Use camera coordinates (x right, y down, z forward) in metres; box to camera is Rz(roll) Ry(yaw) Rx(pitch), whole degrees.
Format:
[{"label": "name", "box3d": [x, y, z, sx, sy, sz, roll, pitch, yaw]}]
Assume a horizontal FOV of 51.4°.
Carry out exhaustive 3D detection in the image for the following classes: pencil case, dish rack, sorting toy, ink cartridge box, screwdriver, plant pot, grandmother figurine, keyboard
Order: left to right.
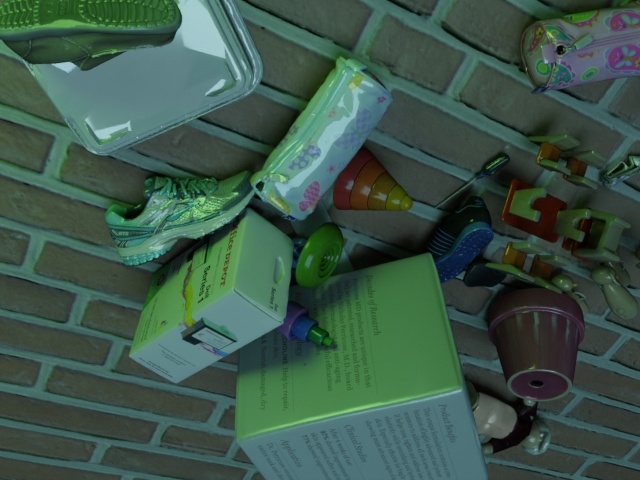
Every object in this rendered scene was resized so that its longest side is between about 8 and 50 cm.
[{"label": "dish rack", "box3d": [-0.278, -0.281, 1.009, 0.332, 0.072, 0.285, -22, 127, 6]}, {"label": "ink cartridge box", "box3d": [-0.190, 0.098, 1.176, 0.278, 0.201, 0.117, -32, 125, 30]}, {"label": "pencil case", "box3d": [-0.001, -0.166, 1.091, 0.124, 0.113, 0.273, 26, 108, -46]}, {"label": "keyboard", "box3d": [0.000, 0.000, 1.299, 0.072, 0.014, 0.256, -25, 126, 1]}, {"label": "sorting toy", "box3d": [0.051, 0.026, 1.164, 0.366, 0.126, 0.127, -64, 157, 1]}, {"label": "screwdriver", "box3d": [0.286, -0.113, 1.271, 0.170, 0.024, 0.025, -32, 95, 20]}, {"label": "grandmother figurine", "box3d": [0.460, 0.451, 1.659, 0.342, 0.104, 0.208, 30, 113, -31]}, {"label": "plant pot", "box3d": [0.459, 0.230, 1.410, 0.201, 0.180, 0.201, 6, 139, 6]}, {"label": "pencil case", "box3d": [0.476, -0.323, 1.090, 0.284, 0.124, 0.124, -11, 126, -4]}]

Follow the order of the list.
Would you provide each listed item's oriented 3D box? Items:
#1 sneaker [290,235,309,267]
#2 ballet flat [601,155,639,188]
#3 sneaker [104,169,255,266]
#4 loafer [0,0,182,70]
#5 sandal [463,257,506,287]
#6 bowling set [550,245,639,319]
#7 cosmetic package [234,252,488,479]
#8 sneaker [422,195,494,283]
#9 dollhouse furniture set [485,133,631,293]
[{"label": "sneaker", "box3d": [-0.075, 0.042, 1.279, 0.144, 0.059, 0.053, -29, 123, 16]}, {"label": "ballet flat", "box3d": [0.602, -0.142, 1.296, 0.114, 0.041, 0.041, -27, 126, 8]}, {"label": "sneaker", "box3d": [-0.243, -0.062, 1.151, 0.283, 0.110, 0.122, -27, 112, 2]}, {"label": "loafer", "box3d": [-0.310, -0.288, 0.910, 0.251, 0.094, 0.087, -1, 151, 2]}, {"label": "sandal", "box3d": [0.331, 0.064, 1.366, 0.067, 0.040, 0.179, -39, 154, 20]}, {"label": "bowling set", "box3d": [0.635, 0.055, 1.390, 0.287, 0.200, 0.154, -5, 136, 49]}, {"label": "cosmetic package", "box3d": [0.078, 0.285, 1.284, 0.393, 0.327, 0.329, -14, 132, 8]}, {"label": "sneaker", "box3d": [0.258, 0.005, 1.317, 0.081, 0.090, 0.232, 16, 142, -22]}, {"label": "dollhouse furniture set", "box3d": [0.442, -0.037, 1.257, 0.259, 0.135, 0.262, 20, 88, -28]}]
